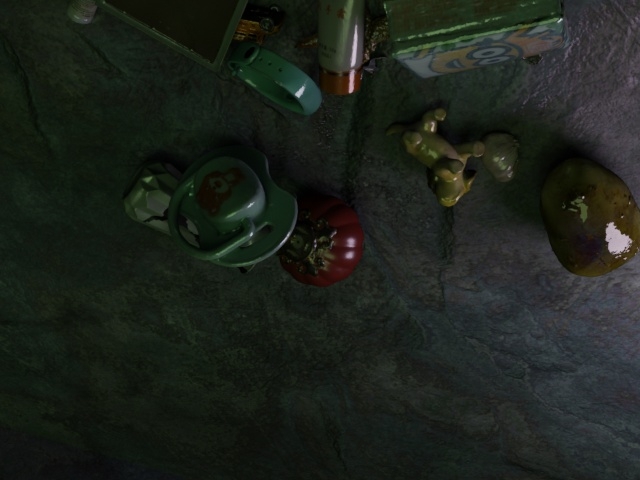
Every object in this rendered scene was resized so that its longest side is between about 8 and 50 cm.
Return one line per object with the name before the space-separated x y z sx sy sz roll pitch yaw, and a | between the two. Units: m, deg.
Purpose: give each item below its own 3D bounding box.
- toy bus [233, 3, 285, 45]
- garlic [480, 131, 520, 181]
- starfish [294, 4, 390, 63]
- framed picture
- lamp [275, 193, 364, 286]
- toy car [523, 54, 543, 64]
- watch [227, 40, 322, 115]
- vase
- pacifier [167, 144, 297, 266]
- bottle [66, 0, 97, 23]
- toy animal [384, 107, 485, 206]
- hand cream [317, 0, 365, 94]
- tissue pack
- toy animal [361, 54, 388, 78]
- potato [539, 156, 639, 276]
toy bus | -0.157 -0.452 1.689 0.162 0.070 0.074 13 133 4
garlic | 0.394 -0.183 1.798 0.094 0.074 0.113 -26 105 43
starfish | 0.076 -0.441 1.663 0.138 0.050 0.247 37 122 -18
framed picture | -0.296 -0.494 1.638 0.293 0.018 0.231 29 133 -5
lamp | 0.000 0.000 1.972 0.226 0.227 0.227 7 132 7
toy car | 0.422 -0.396 1.632 0.041 0.025 0.093 -4 127 18
watch | -0.101 -0.338 1.698 0.195 0.237 0.068 33 90 -37
vase | -0.310 -0.053 2.034 0.360 0.165 0.165 33 130 -22
pacifier | -0.198 -0.050 1.900 0.288 0.343 0.269 -29 144 -5
bottle | -0.464 -0.544 1.685 0.060 0.060 0.217 31 132 -14
toy animal | 0.262 -0.179 1.798 0.233 0.121 0.168 44 159 -16
hand cream | 0.046 -0.439 1.580 0.139 0.089 0.314 31 134 38
tissue pack | 0.296 -0.400 1.519 0.310 0.228 0.128 -8 89 19
toy animal | 0.104 -0.362 1.726 0.084 0.050 0.028 -37 97 34
potato | 0.593 -0.049 1.802 0.210 0.173 0.307 -17 128 28
